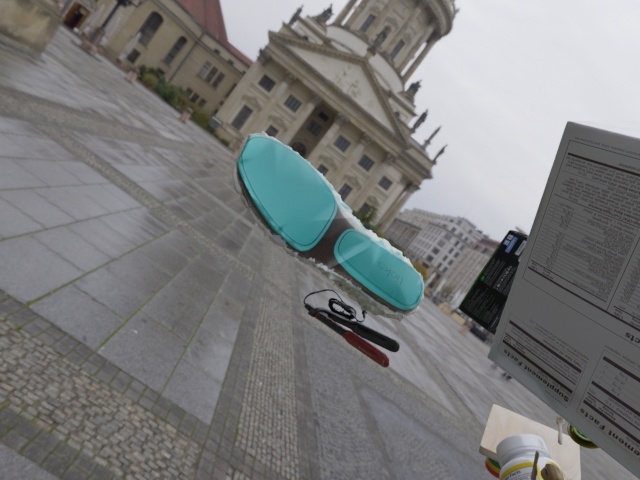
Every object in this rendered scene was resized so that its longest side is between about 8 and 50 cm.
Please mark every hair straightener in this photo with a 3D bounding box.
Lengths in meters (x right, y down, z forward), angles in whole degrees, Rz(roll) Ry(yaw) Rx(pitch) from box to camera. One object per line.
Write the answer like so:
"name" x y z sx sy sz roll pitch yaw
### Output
"hair straightener" 0.062 0.165 0.918 0.230 0.089 0.047 26 -40 29

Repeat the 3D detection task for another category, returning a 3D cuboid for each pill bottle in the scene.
"pill bottle" 0.408 0.483 0.838 0.119 0.119 0.209 36 29 -20

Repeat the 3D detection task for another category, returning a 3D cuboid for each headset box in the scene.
"headset box" 0.544 0.152 1.135 0.283 0.247 0.131 28 7 -21

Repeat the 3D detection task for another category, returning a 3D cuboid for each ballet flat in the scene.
"ballet flat" 0.000 0.000 0.767 0.409 0.147 0.147 43 3 -11

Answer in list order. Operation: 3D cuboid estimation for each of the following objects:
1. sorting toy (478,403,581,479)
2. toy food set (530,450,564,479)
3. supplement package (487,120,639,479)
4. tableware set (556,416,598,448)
"sorting toy" 0.604 0.627 1.311 0.255 0.090 0.257 18 17 25
"toy food set" 0.326 0.356 0.614 0.019 0.078 0.122 0 19 2
"supplement package" 0.327 0.041 0.416 0.199 0.263 0.198 -8 29 -29
"tableware set" 0.407 0.244 0.620 0.154 0.104 0.024 0 -56 25
